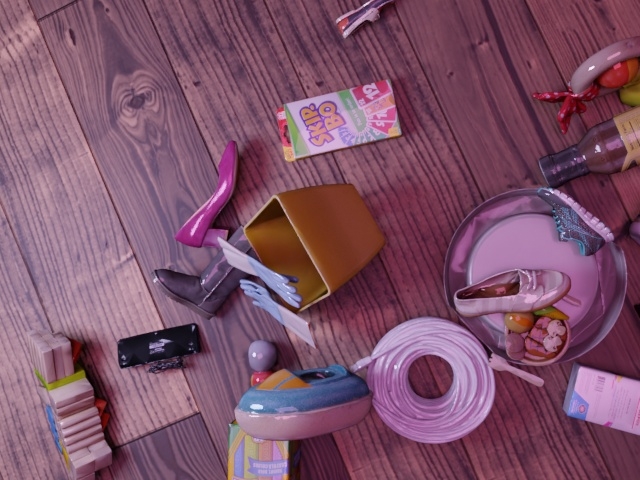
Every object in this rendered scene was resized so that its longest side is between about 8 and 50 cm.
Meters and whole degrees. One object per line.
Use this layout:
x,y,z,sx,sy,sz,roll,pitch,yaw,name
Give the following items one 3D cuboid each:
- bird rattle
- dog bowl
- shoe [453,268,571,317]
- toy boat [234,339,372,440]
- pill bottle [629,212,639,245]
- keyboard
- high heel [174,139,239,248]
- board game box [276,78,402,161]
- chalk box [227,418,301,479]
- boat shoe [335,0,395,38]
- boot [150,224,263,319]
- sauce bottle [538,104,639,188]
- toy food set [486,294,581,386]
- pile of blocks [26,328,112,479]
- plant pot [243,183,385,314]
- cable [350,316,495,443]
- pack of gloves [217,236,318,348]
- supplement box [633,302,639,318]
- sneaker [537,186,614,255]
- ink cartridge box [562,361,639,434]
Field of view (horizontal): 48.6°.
0.551,-0.325,1.378,0.254,0.207,0.143,-10,69,-1,bird rattle
0.422,0.072,1.428,0.349,0.102,0.348,0,89,9,dog bowl
0.357,0.096,1.332,0.219,0.058,0.076,-15,49,16,shoe
-0.066,0.290,1.409,0.268,0.318,0.148,-6,94,-28,toy boat
0.735,-0.080,1.360,0.153,0.153,0.264,37,94,7,pill bottle
-0.357,0.251,1.578,0.192,0.038,0.100,-13,64,9,keyboard
-0.244,-0.102,1.539,0.117,0.082,0.243,10,103,-2,high heel
0.036,-0.256,1.527,0.260,0.039,0.124,-12,86,10,board game box
-0.115,0.476,1.481,0.132,0.132,0.212,0,90,8,chalk box
0.101,-0.481,1.514,0.137,0.049,0.043,-26,88,9,boat shoe
-0.227,0.052,1.508,0.208,0.076,0.190,-46,127,12,boot
0.602,-0.198,1.378,0.345,0.111,0.111,-23,85,25,sauce bottle
0.412,0.178,1.355,0.133,0.038,0.191,24,92,8,toy food set
-0.542,0.358,1.573,0.113,0.149,0.361,-17,97,-35,pile of blocks
0.000,0.000,1.428,0.187,0.212,0.212,-27,85,-28,plant pot
0.224,0.286,1.458,0.257,0.089,0.257,-41,85,5,cable
-0.093,0.094,1.424,0.046,0.195,0.232,-42,49,-22,pack of gloves
0.676,0.173,1.318,0.073,0.239,0.130,-23,86,6,supplement box
0.470,-0.034,1.343,0.166,0.065,0.076,41,98,9,sneaker
0.591,0.319,1.417,0.182,0.061,0.104,14,91,9,ink cartridge box
